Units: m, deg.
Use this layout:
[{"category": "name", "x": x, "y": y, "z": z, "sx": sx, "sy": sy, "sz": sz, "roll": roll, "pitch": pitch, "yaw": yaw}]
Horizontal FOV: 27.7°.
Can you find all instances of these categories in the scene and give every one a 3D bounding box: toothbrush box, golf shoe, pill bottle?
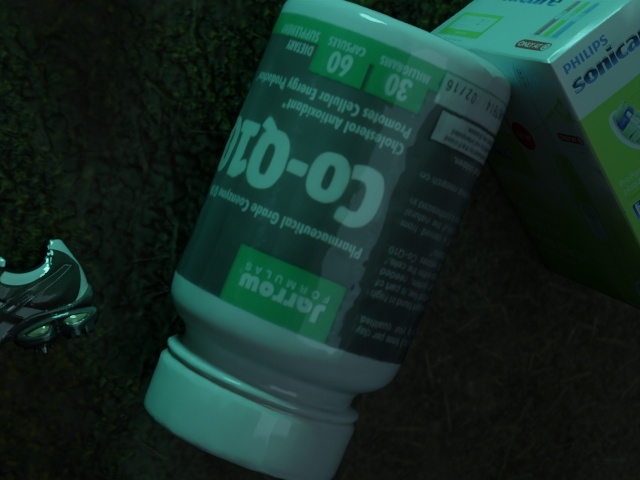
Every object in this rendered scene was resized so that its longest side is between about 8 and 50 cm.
[{"category": "toothbrush box", "x": 0.244, "y": -0.088, "z": 1.162, "sx": 0.122, "sy": 0.206, "sz": 0.283, "roll": -37, "pitch": 116, "yaw": -13}, {"category": "golf shoe", "x": -0.279, "y": 0.059, "z": 1.028, "sx": 0.198, "sy": 0.077, "sz": 0.093, "roll": -20, "pitch": 100, "yaw": -27}, {"category": "pill bottle", "x": 0.000, "y": 0.000, "z": 1.066, "sx": 0.204, "sy": 0.204, "sz": 0.361, "roll": 20, "pitch": 93, "yaw": -28}]
